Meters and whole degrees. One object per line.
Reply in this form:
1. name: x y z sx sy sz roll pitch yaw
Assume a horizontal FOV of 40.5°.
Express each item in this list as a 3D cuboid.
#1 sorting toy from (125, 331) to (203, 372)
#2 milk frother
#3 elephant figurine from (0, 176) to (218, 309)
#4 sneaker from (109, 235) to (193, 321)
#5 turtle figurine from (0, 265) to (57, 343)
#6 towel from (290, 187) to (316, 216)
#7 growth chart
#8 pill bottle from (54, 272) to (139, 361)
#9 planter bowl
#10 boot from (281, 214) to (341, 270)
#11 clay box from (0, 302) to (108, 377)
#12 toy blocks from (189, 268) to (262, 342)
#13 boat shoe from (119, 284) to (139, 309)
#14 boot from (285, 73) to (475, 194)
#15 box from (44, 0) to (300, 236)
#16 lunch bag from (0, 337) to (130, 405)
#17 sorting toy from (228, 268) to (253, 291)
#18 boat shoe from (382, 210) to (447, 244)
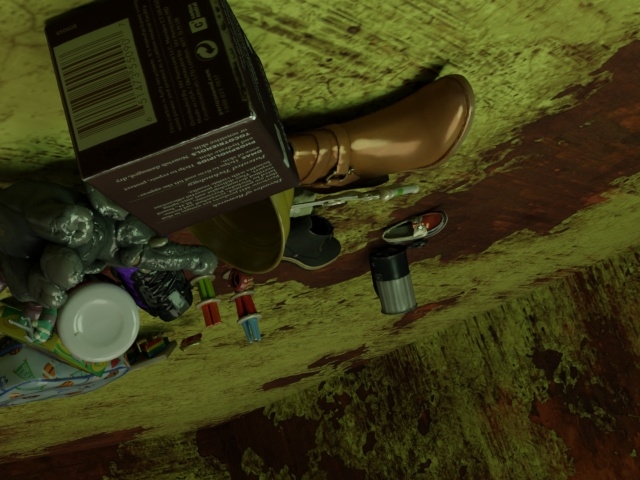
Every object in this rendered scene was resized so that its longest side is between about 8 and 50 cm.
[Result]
1. sorting toy: -0.394 0.249 1.956 0.275 0.046 0.132 -19 -173 4
2. milk frother: 0.184 0.073 1.905 0.143 0.134 0.129 -14 -166 -5
3. elephant figurine: -0.278 -0.014 1.092 0.169 0.185 0.239 -4 -168 37
4. sneaker: -0.247 0.047 1.309 0.102 0.146 0.293 -36 171 -15
5. turtle figurine: -0.417 0.058 1.224 0.118 0.175 0.234 -32 180 -28
6. towel: -0.056 -0.066 1.396 0.110 0.027 0.148 -13 163 -13
7. growth chart: 0.027 -0.059 1.274 0.237 0.021 0.172 -9 -177 29
8. pill bottle: -0.362 0.112 1.366 0.121 0.121 0.221 -12 -171 -20
9. planter bowl: -0.100 -0.071 1.107 0.090 0.217 0.217 -40 178 -34
10. boot: 0.000 0.000 1.556 0.137 0.076 0.198 -23 165 40
11. clay box: -0.480 0.178 1.546 0.128 0.053 0.222 17 163 19
12. toy blocks: -0.181 0.135 1.700 0.123 0.148 0.054 -11 162 -23
13. boat shoe: -0.394 0.128 1.613 0.183 0.065 0.083 -16 165 20
14. boot: 0.048 -0.140 1.161 0.220 0.109 0.283 -4 168 -39
15. box: -0.138 -0.128 0.859 0.167 0.168 0.203 -20 164 5
16. lunch bag: -0.568 0.268 1.792 0.243 0.114 0.303 -25 163 31
17. sorting toy: -0.137 0.050 1.629 0.042 0.061 0.102 -3 140 -43
18. boat shoe: 0.190 -0.026 1.752 0.137 0.049 0.043 -20 162 25
